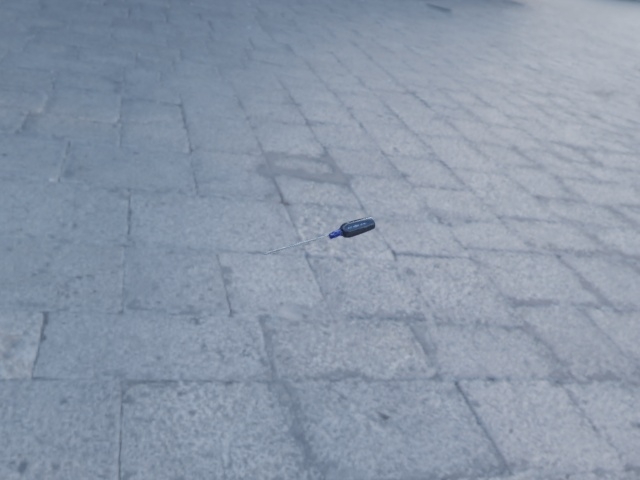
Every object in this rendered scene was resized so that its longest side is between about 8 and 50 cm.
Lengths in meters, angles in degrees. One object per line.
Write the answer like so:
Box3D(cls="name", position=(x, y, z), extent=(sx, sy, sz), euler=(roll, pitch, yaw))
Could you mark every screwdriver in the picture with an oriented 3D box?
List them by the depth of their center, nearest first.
Box3D(cls="screwdriver", position=(0.000, 0.000, 0.956), extent=(0.169, 0.025, 0.024), euler=(-21, 15, -8))
